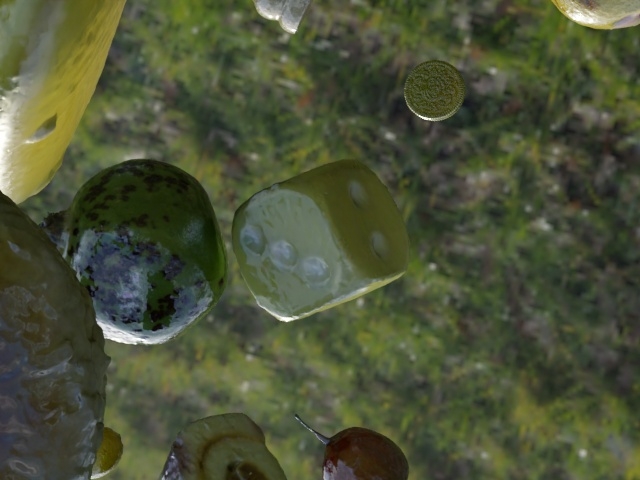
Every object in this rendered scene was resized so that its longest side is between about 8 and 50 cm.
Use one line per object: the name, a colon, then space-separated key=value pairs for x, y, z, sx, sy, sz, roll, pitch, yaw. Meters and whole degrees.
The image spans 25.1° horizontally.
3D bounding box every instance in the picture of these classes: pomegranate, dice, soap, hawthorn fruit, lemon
pomegranate: x=-0.253 y=0.014 z=1.906 sx=0.271 sy=0.254 sz=0.254 roll=18 pitch=168 yaw=-22
dice: x=0.000 y=0.000 z=1.870 sx=0.166 sy=0.169 sz=0.169 roll=-27 pitch=174 yaw=33
soap: x=-0.233 y=-0.205 z=1.251 sx=0.115 sy=0.306 sz=0.427 roll=27 pitch=156 yaw=-6
hawthorn fruit: x=0.018 y=0.168 z=1.104 sx=0.103 sy=0.066 sz=0.067 roll=37 pitch=167 yaw=2
lemon: x=-0.284 y=0.268 z=1.809 sx=0.062 sy=0.083 sz=0.062 roll=33 pitch=143 yaw=29

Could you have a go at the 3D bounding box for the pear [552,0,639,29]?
pear: x=0.315 y=-0.300 z=1.478 sx=0.178 sy=0.178 sz=0.178 roll=15 pitch=167 yaw=3

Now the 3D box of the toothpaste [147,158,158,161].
toothpaste: x=-0.229 y=-0.080 z=2.178 sx=0.205 sy=0.056 sz=0.036 roll=40 pitch=151 yaw=60

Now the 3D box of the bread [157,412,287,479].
bread: x=-0.139 y=0.377 z=1.772 sx=0.155 sy=0.187 sz=0.338 roll=-16 pitch=150 yaw=-25

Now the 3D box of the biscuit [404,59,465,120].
biscuit: x=0.155 y=-0.203 z=1.950 sx=0.084 sy=0.084 sz=0.023 roll=13 pitch=172 yaw=14

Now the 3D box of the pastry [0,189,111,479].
pastry: x=-0.306 y=0.105 z=1.070 sx=0.330 sy=0.329 sz=0.136 roll=17 pitch=-174 yaw=-5

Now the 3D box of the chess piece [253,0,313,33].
chess piece: x=-0.115 y=-0.417 z=2.062 sx=0.261 sy=0.142 sz=0.143 roll=28 pitch=167 yaw=-1
